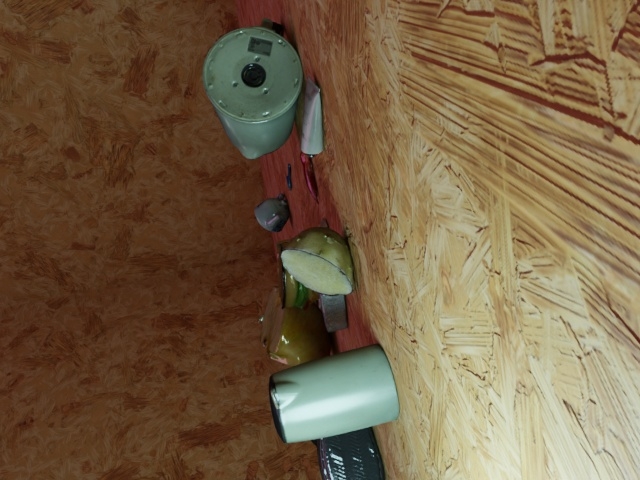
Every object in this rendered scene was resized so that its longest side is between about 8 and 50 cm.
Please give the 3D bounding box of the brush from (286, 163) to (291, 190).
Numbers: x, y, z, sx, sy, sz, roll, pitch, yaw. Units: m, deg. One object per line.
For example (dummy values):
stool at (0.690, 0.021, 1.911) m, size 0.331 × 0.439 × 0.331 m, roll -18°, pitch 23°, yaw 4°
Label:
brush at (-0.122, -0.250, 2.231) m, size 0.164 × 0.014 × 0.051 m, roll 97°, pitch 158°, yaw -65°

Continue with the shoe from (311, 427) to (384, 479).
shoe at (0.055, 0.556, 1.601) m, size 0.237 × 0.172 × 0.383 m, roll 111°, pitch 149°, yaw -63°

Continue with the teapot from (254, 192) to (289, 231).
teapot at (-0.201, -0.133, 2.587) m, size 0.232 × 0.159 × 0.158 m, roll -87°, pitch -8°, yaw -56°

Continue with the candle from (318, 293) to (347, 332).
candle at (0.025, 0.156, 1.599) m, size 0.168 × 0.068 × 0.192 m, roll 100°, pitch 155°, yaw -78°

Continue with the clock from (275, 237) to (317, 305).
clock at (-0.096, 0.190, 2.331) m, size 0.286 × 0.118 × 0.348 m, roll -110°, pitch 11°, yaw -48°

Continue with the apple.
apple at (-0.093, 0.320, 2.018) m, size 0.314 × 0.252 × 0.309 m, roll 59°, pitch 164°, yaw -12°

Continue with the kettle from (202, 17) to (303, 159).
kettle at (-0.174, -0.446, 1.627) m, size 0.376 × 0.250 × 0.360 m, roll 118°, pitch 160°, yaw -82°

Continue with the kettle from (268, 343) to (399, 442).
kettle at (0.022, 0.345, 1.230) m, size 0.240 × 0.256 × 0.165 m, roll 87°, pitch 166°, yaw -52°

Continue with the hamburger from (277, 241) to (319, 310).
hamburger at (-0.060, 0.112, 1.856) m, size 0.237 × 0.149 × 0.236 m, roll 177°, pitch 90°, yaw -80°

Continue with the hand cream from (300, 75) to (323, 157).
hand cream at (-0.019, -0.279, 1.339) m, size 0.087 × 0.054 × 0.186 m, roll -119°, pitch 25°, yaw -51°

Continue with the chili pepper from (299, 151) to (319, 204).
chili pepper at (-0.032, -0.186, 1.636) m, size 0.045 × 0.027 × 0.178 m, roll 149°, pitch 107°, yaw -81°

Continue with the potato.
potato at (0.009, 0.037, 1.349) m, size 0.117 × 0.182 × 0.202 m, roll -65°, pitch -32°, yaw -26°

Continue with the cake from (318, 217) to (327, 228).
cake at (0.000, 0.000, 1.599) m, size 0.052 × 0.065 × 0.121 m, roll -126°, pitch 32°, yaw -65°
